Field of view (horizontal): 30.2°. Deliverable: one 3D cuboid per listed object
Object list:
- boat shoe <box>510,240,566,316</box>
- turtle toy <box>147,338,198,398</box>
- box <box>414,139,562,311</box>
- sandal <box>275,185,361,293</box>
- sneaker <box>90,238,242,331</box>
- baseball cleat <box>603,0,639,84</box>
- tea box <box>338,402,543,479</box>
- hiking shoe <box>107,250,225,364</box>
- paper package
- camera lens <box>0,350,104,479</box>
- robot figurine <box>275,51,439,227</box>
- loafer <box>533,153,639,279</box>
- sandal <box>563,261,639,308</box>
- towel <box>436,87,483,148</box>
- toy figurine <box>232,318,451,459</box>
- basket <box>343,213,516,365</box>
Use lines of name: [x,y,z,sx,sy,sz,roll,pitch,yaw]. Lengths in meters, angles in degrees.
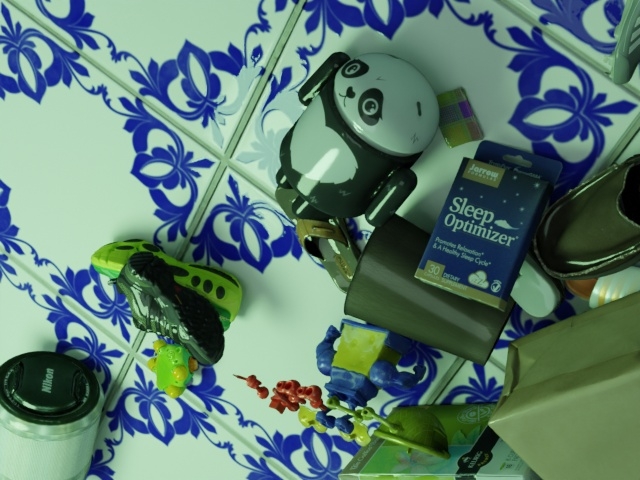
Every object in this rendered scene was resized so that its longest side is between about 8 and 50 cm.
boat shoe: [0.273,0.014,1.723,0.078,0.070,0.219,-40,81,33]
turtle toy: [-0.266,0.238,2.166,0.095,0.066,0.130,49,135,30]
box: [0.235,-0.028,1.659,0.136,0.036,0.225,20,84,31]
sandal: [0.000,0.000,1.887,0.090,0.060,0.219,-22,102,37]
sneaker: [-0.278,0.085,2.066,0.296,0.109,0.123,21,119,20]
baseball cleat: [0.425,-0.281,1.482,0.110,0.072,0.205,16,126,15]
tea box: [0.251,0.449,1.876,0.324,0.220,0.328,-7,110,32]
hiking shoe: [-0.254,0.124,1.985,0.227,0.086,0.114,50,132,-1]
paper package: [0.451,0.253,1.639,0.309,0.168,0.325,-28,116,38]
camera lens: [-0.545,0.369,2.303,0.219,0.219,0.274,29,126,15]
robot figurine: [0.048,-0.143,1.710,0.209,0.173,0.278,37,129,-7]
loafer: [0.405,-0.055,1.544,0.366,0.130,0.133,-35,67,41]
sandal: [0.460,0.073,1.644,0.265,0.076,0.101,14,121,24]
towel: [0.196,-0.175,1.711,0.060,0.009,0.083,-16,105,36]
toy figurine: [0.068,0.189,1.850,0.363,0.217,0.191,8,154,45]
basket: [0.170,0.083,1.778,0.227,0.154,0.204,27,142,11]
